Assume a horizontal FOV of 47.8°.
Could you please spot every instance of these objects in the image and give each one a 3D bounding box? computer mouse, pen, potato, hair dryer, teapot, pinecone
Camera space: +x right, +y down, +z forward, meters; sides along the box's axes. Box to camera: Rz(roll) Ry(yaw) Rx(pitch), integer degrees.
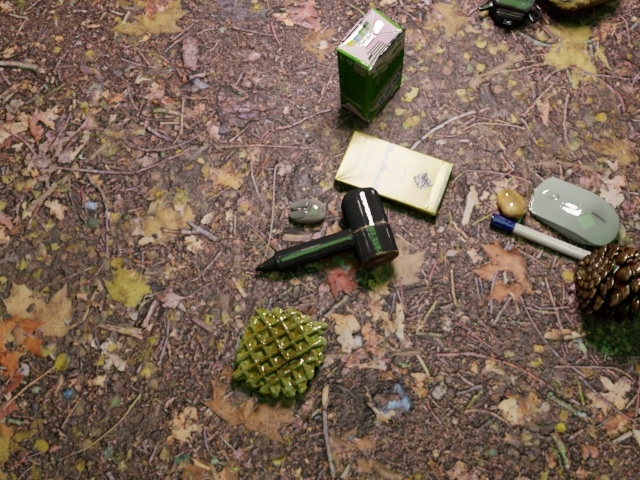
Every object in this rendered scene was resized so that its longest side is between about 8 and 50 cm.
[{"bbox_3d":[-0.033,-0.076,1.838,0.096,0.039,0.066,3,71,2],"label":"computer mouse"},{"bbox_3d":[0.556,-0.005,1.815,0.268,0.033,0.033,22,73,7],"label":"pen"},{"bbox_3d":[0.483,-0.093,1.830,0.068,0.062,0.083,-13,77,-41],"label":"potato"},{"bbox_3d":[0.000,0.000,1.788,0.351,0.107,0.189,-17,72,0],"label":"hair dryer"},{"bbox_3d":[0.526,-0.638,2.001,0.177,0.087,0.096,15,76,4],"label":"teapot"},{"bbox_3d":[0.641,-0.074,1.818,0.230,0.079,0.128,32,72,14],"label":"computer mouse"},{"bbox_3d":[0.706,0.108,1.706,0.204,0.184,0.179,27,46,-16],"label":"pinecone"}]

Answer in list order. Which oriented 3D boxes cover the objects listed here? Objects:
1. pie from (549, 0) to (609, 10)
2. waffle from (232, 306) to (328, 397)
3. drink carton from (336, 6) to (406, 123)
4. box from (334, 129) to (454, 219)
[{"bbox_3d":[0.691,-0.753,2.000,0.314,0.092,0.315,7,59,-11],"label":"pie"},{"bbox_3d":[-0.096,0.264,1.716,0.207,0.054,0.214,15,78,2],"label":"waffle"},{"bbox_3d":[0.129,-0.437,1.837,0.108,0.271,0.161,37,77,16],"label":"drink carton"},{"bbox_3d":[0.190,-0.172,1.868,0.278,0.041,0.153,20,72,6],"label":"box"}]
